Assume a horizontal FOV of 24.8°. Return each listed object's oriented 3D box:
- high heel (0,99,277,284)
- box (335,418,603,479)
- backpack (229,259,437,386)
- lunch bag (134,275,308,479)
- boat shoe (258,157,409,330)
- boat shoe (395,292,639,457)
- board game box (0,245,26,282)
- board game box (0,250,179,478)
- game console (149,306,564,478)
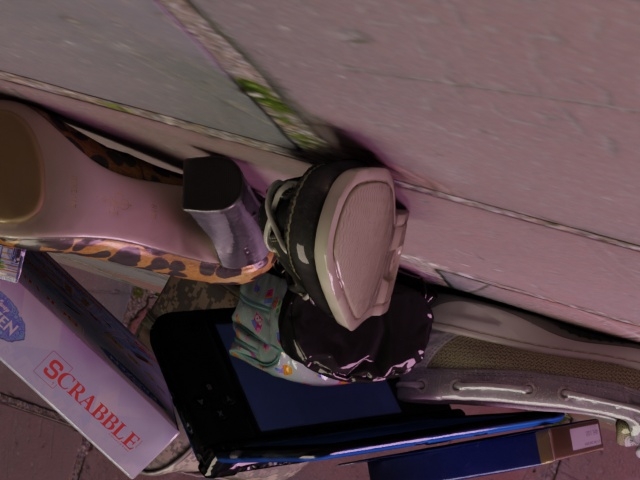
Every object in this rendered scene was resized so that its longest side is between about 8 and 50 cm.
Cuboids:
[{"bbox_3d":[-0.159,-0.019,0.982,0.261,0.093,0.186,7,166,9],"label":"high heel"},{"bbox_3d":[0.142,0.208,1.396,0.225,0.036,0.136,-13,171,29],"label":"box"},{"bbox_3d":[-0.008,0.063,1.233,0.152,0.115,0.182,18,178,-28],"label":"backpack"},{"bbox_3d":[-0.109,0.188,1.841,0.213,0.256,0.305,29,-178,32],"label":"lunch bag"},{"bbox_3d":[0.000,0.000,0.784,0.079,0.084,0.233,16,177,7],"label":"boat shoe"},{"bbox_3d":[0.226,0.132,1.235,0.321,0.103,0.118,17,174,7],"label":"boat shoe"},{"bbox_3d":[-0.333,-0.048,1.146,0.194,0.060,0.194,10,-158,-20],"label":"board game box"},{"bbox_3d":[-0.278,0.064,1.406,0.319,0.066,0.318,44,178,-10],"label":"board game box"},{"bbox_3d":[0.030,0.120,1.349,0.293,0.250,0.173,-3,142,-35],"label":"game console"}]
